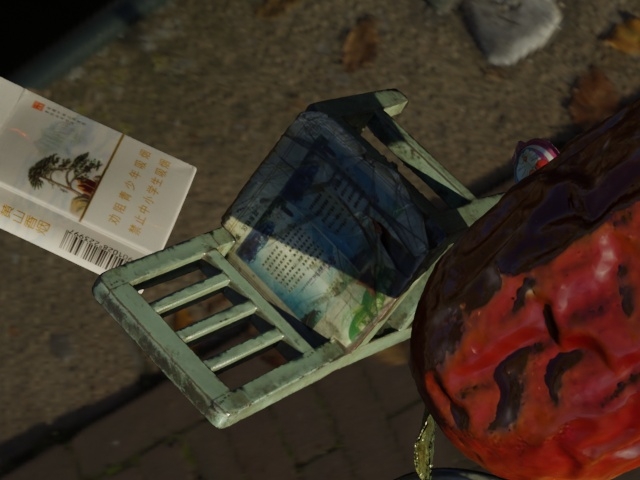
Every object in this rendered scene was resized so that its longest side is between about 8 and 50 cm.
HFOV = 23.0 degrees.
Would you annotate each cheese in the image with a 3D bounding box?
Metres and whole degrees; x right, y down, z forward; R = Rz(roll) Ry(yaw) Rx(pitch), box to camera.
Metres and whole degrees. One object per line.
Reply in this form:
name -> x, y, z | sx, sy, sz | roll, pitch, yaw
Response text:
cheese -> 0.270, -0.062, 1.841 | 0.145, 0.038, 0.095 | 50, 140, 36

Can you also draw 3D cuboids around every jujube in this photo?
jujube -> 0.167, 0.030, 0.871 | 0.250, 0.174, 0.174 | -37, 73, 20

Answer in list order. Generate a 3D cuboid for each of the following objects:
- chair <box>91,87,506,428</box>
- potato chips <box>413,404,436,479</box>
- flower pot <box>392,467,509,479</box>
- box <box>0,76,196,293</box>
chair -> 0.000, 0.000, 1.062 | 0.136, 0.270, 0.147 | 45, 119, 17
potato chips -> 0.117, 0.215, 1.714 | 0.026, 0.209, 0.142 | 3, 47, 5
flower pot -> 0.145, 0.474, 1.813 | 0.293, 0.330, 0.293 | 12, 130, 14
box -> -0.257, -0.059, 1.598 | 0.233, 0.149, 0.067 | 25, 130, -7
